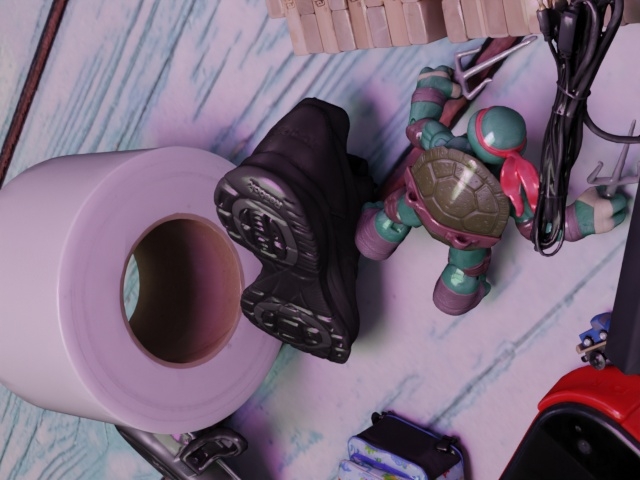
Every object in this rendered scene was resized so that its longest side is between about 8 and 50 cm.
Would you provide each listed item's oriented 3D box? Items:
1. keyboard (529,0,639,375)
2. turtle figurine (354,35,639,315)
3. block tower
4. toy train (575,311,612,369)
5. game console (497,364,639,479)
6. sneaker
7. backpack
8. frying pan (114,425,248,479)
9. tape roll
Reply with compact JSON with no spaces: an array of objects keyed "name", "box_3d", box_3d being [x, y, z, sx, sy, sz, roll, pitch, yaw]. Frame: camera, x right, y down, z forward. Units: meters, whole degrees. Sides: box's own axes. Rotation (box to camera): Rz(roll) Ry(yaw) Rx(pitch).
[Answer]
[{"name":"keyboard","box_3d":[0.209,-0.053,0.733,0.033,0.201,0.317,-103,13,-57]},{"name":"turtle figurine","box_3d":[0.108,-0.043,0.908,0.175,0.118,0.234,52,146,14]},{"name":"block tower","box_3d":[0.103,-0.181,0.845,0.335,0.097,0.091,6,115,49]},{"name":"toy train","box_3d":[0.228,0.051,0.886,0.158,0.027,0.036,-36,80,51]},{"name":"game console","box_3d":[0.271,0.309,0.968,0.386,0.060,0.342,43,140,25]},{"name":"sneaker","box_3d":[0.000,0.000,1.062,0.109,0.130,0.286,24,152,16]},{"name":"backpack","box_3d":[0.069,0.223,1.123,0.105,0.084,0.114,16,125,46]},{"name":"frying pan","box_3d":[-0.109,0.225,1.278,0.197,0.053,0.326,49,163,-27]},{"name":"tape roll","box_3d":[-0.169,0.041,1.160,0.169,0.246,0.246,0,111,49]}]
